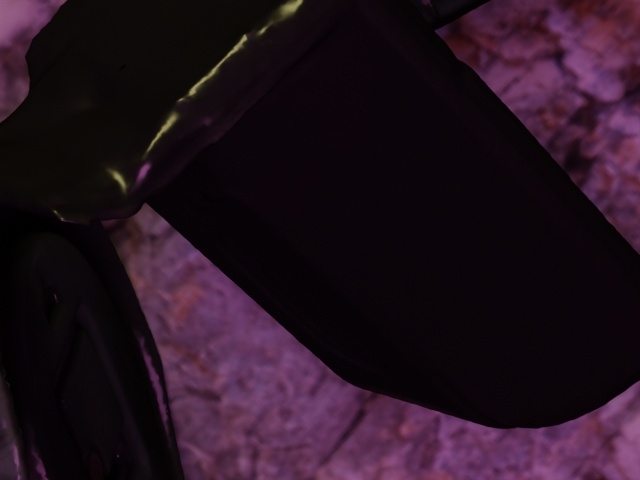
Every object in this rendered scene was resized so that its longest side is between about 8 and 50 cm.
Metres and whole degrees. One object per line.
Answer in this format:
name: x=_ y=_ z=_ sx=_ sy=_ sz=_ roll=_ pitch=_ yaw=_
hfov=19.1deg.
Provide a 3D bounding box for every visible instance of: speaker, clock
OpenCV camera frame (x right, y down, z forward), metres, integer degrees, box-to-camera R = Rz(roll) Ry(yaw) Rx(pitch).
speaker: x=0.000 y=0.000 z=0.969 sx=0.388 sy=0.180 sz=0.184 roll=41 pitch=72 yaw=-39
clock: x=-0.141 y=0.109 z=1.025 sx=0.067 sy=0.325 sz=0.325 roll=-16 pitch=101 yaw=8

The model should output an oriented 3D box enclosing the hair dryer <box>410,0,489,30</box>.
hair dryer: x=-0.042 y=-0.232 z=1.075 sx=0.244 sy=0.116 sz=0.302 roll=-26 pitch=89 yaw=6
